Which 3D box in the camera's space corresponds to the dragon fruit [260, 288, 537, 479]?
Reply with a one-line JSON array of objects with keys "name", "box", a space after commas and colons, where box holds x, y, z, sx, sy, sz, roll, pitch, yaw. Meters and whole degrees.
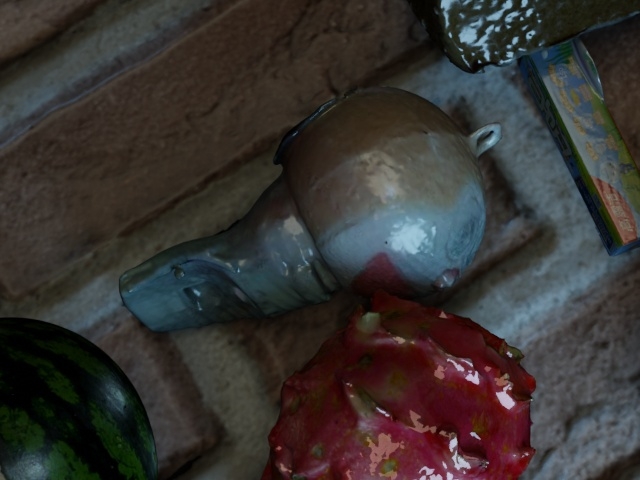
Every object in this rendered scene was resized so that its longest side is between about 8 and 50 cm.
[{"name": "dragon fruit", "box": [0.050, 0.171, 1.120, 0.268, 0.205, 0.210, -46, 46, 14]}]

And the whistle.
[{"name": "whistle", "box": [0.000, 0.000, 1.178, 0.347, 0.189, 0.189, -28, 78, 8]}]

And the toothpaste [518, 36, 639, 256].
[{"name": "toothpaste", "box": [0.233, -0.086, 1.231, 0.044, 0.070, 0.193, -23, 78, -5]}]

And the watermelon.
[{"name": "watermelon", "box": [-0.259, 0.189, 1.105, 0.269, 0.269, 0.269, 0, 78, 2]}]

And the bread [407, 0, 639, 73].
[{"name": "bread", "box": [0.274, -0.276, 1.229, 0.416, 0.113, 0.165, -19, 43, -2]}]
